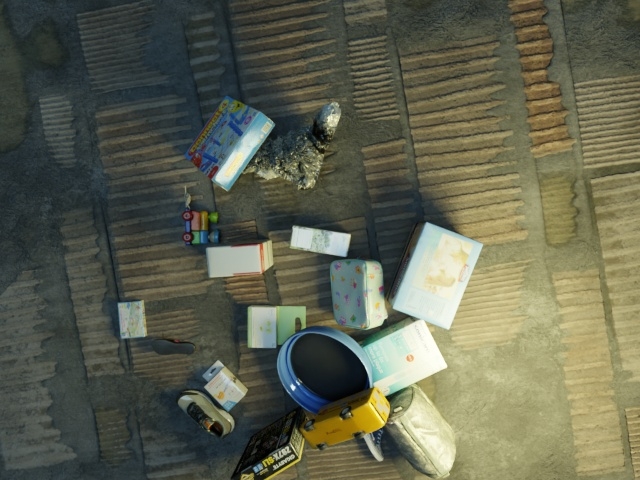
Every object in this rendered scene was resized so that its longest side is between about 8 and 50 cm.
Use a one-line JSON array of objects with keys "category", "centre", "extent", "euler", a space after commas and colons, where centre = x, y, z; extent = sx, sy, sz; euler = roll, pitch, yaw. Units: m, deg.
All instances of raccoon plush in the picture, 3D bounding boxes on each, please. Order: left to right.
[{"category": "raccoon plush", "centre": [-0.129, -0.386, 1.516], "extent": [0.300, 0.446, 0.216], "euler": [13, 48, -11]}]

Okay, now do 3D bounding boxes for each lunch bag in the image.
[{"category": "lunch bag", "centre": [0.139, 0.200, 1.595], "extent": [0.108, 0.224, 0.278], "euler": [-2, 88, -40]}, {"category": "lunch bag", "centre": [0.369, 0.721, 1.561], "extent": [0.213, 0.256, 0.305], "euler": [-37, 89, 3]}]

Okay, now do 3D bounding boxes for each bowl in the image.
[{"category": "bowl", "centre": [0.019, 0.514, 1.594], "extent": [0.392, 0.077, 0.390], "euler": [8, 111, 20]}]

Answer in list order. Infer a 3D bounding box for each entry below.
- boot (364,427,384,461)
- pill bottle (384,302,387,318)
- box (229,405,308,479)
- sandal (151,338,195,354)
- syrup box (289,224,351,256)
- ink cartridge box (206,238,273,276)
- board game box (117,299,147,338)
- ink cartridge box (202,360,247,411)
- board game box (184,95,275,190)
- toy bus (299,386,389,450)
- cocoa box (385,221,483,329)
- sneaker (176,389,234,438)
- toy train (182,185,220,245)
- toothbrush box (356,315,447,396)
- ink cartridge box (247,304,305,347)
[{"category": "boot", "centre": [0.228, 0.803, 1.661], "extent": [0.086, 0.069, 0.189], "euler": [-32, 88, 6]}, {"category": "pill bottle", "centre": [0.222, 0.253, 1.650], "extent": [0.078, 0.078, 0.137], "euler": [-13, 90, 3]}, {"category": "box", "centre": [-0.183, 0.794, 1.557], "extent": [0.257, 0.322, 0.079], "euler": [-31, 88, 2]}, {"category": "sandal", "centre": [-0.623, 0.452, 1.720], "extent": [0.179, 0.040, 0.067], "euler": [9, 97, -12]}, {"category": "syrup box", "centre": [0.000, 0.000, 1.648], "extent": [0.237, 0.096, 0.093], "euler": [9, 93, 2]}, {"category": "ink cartridge box", "centre": [-0.303, 0.063, 1.578], "extent": [0.197, 0.273, 0.114], "euler": [-4, 94, 3]}, {"category": "board game box", "centre": [-0.803, 0.336, 1.728], "extent": [0.104, 0.026, 0.154], "euler": [-5, 91, 3]}, {"category": "ink cartridge box", "centre": [-0.408, 0.606, 1.695], "extent": [0.181, 0.061, 0.104], "euler": [45, 92, 2]}, {"category": "board game box", "centre": [-0.362, -0.387, 1.576], "extent": [0.308, 0.086, 0.302], "euler": [-54, 46, 2]}, {"category": "toy bus", "centre": [0.084, 0.662, 1.501], "extent": [0.333, 0.130, 0.108], "euler": [-33, 95, 29]}, {"category": "cocoa box", "centre": [0.426, 0.126, 1.562], "extent": [0.232, 0.228, 0.346], "euler": [21, 92, 2]}, {"category": "sneaker", "centre": [-0.482, 0.719, 1.679], "extent": [0.272, 0.108, 0.100], "euler": [32, 94, 3]}, {"category": "toy train", "centre": [-0.490, -0.104, 1.674], "extent": [0.144, 0.105, 0.247], "euler": [0, 91, -7]}, {"category": "toothbrush box", "centre": [0.316, 0.458, 1.625], "extent": [0.296, 0.126, 0.216], "euler": [-26, 90, 2]}, {"category": "ink cartridge box", "centre": [-0.182, 0.358, 1.685], "extent": [0.235, 0.056, 0.171], "euler": [0, 90, 5]}]
